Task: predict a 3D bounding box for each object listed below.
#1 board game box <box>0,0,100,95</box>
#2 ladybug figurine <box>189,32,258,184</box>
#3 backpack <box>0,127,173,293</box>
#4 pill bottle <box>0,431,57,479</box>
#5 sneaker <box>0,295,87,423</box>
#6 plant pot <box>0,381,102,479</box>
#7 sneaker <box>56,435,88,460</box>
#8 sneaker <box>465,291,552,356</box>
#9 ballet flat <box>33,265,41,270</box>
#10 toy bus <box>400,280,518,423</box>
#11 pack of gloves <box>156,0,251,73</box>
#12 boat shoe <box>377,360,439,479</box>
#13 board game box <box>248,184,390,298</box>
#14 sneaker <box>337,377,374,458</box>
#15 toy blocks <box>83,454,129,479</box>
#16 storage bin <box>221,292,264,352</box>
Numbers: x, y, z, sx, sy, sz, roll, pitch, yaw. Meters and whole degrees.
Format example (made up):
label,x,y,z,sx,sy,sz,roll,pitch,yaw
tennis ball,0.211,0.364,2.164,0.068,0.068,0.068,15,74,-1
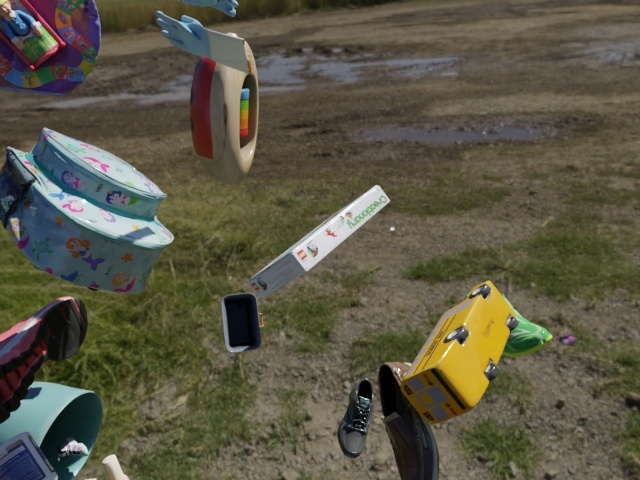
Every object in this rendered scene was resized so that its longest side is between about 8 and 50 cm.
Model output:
label,x,y,z,sx,sy,sz,roll,pitch,yaw
board game box,-0.313,-0.219,0.547,0.169,0.133,0.033,1,18,-25
ladybug figurine,-0.295,-0.396,1.653,0.162,0.449,0.305,7,17,8
backpack,-0.350,-0.036,0.822,0.253,0.191,0.225,44,11,35
pill bottle,-0.453,0.364,0.836,0.067,0.067,0.120,-32,81,-41
sneaker,-0.560,0.196,0.987,0.136,0.115,0.314,3,28,16
plant pot,-0.802,0.530,1.510,0.235,0.292,0.293,15,30,10
sneaker,-0.714,0.606,1.541,0.098,0.038,0.069,11,29,33
sneaker,0.473,0.213,1.425,0.109,0.123,0.295,-32,21,-14
ballet flat,-0.661,0.046,1.439,0.189,0.070,0.070,-7,26,-8
toy bus,0.288,0.210,1.083,0.130,0.108,0.333,-40,-1,38
pack of gloves,-0.236,-0.445,1.047,0.232,0.195,0.046,24,60,18
boat shoe,0.154,0.358,1.046,0.095,0.095,0.257,24,43,-32
board game box,0.000,0.000,1.175,0.305,0.053,0.193,-39,4,-39
sneaker,0.121,0.582,1.798,0.101,0.106,0.267,14,52,0
toy blocks,-0.739,0.851,1.598,0.289,0.259,0.309,-14,12,12
storage bin,-0.191,0.199,1.315,0.098,0.135,0.091,-6,-7,-16
